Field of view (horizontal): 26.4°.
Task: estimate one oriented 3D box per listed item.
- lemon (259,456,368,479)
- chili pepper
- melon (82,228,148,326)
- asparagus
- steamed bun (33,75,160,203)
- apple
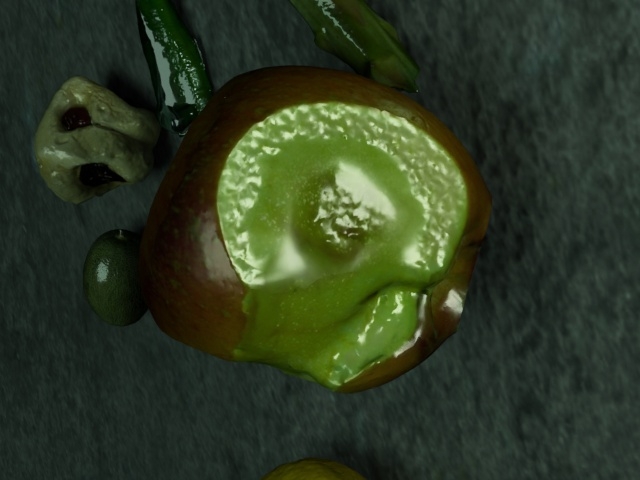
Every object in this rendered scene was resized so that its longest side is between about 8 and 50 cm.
[{"bbox_3d":[0.001,0.392,1.795,0.260,0.204,0.204,32,130,47],"label":"lemon"},{"bbox_3d":[-0.210,-0.246,1.841,0.108,0.062,0.216,-4,102,50],"label":"chili pepper"},{"bbox_3d":[-0.299,0.052,2.048,0.114,0.114,0.167,35,132,34],"label":"melon"},{"bbox_3d":[0.002,-0.282,1.560,0.343,0.082,0.085,49,157,13],"label":"asparagus"},{"bbox_3d":[-0.304,-0.140,1.946,0.155,0.172,0.141,6,155,22],"label":"steamed bun"},{"bbox_3d":[0.000,0.000,1.451,0.374,0.384,0.374,6,116,13],"label":"apple"}]
